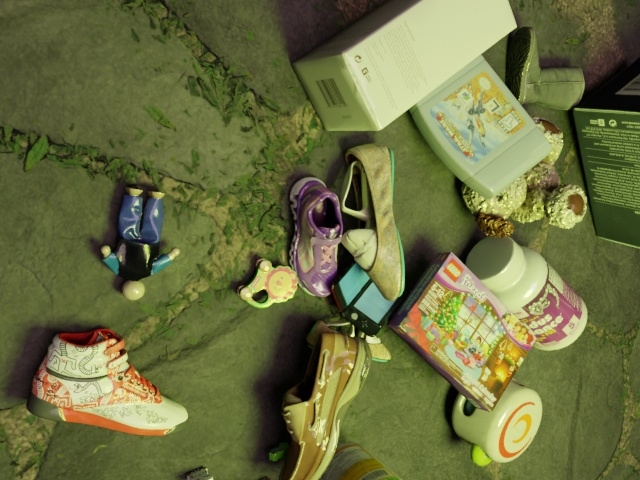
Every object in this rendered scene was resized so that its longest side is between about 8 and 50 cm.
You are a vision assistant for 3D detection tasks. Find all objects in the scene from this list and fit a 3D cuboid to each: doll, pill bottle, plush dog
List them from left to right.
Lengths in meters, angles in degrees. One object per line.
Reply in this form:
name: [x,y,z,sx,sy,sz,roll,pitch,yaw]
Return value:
doll: [-0.301,0.009,0.990,0.129,0.046,0.188,8,95,-29]
pill bottle: [0.071,0.486,1.165,0.137,0.246,0.136,-5,102,-28]
plush dog: [0.422,-0.121,1.317,0.226,0.210,0.262,-9,75,-13]
pill bottle: [0.472,0.118,1.366,0.302,0.169,0.169,38,80,-28]

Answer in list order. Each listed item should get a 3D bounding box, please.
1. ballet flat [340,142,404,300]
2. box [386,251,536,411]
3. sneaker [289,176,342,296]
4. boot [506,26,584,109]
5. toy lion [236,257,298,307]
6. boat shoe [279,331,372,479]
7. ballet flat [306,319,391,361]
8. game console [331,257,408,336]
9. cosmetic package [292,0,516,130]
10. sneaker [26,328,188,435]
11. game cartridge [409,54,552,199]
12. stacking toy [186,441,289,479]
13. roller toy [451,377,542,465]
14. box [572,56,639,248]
ballet flat: [0.090,-0.037,1.142,0.106,0.107,0.315,1,75,-21]
box: [0.305,0.194,1.252,0.293,0.057,0.200,43,71,-14]
sneaker: [0.000,0.000,1.122,0.095,0.105,0.236,-11,105,-28]
boot: [0.528,-0.393,1.361,0.209,0.076,0.189,-7,117,-21]
toy lion: [-0.095,0.087,1.119,0.096,0.034,0.100,39,80,-22]
boat shoe: [-0.017,0.320,1.133,0.120,0.122,0.323,23,92,-15]
ballet flat: [0.070,0.203,1.214,0.206,0.073,0.067,15,94,-31]
game console: [0.103,0.098,1.186,0.124,0.085,0.144,36,60,12]
cosmetic package: [0.156,-0.363,1.092,0.366,0.197,0.155,-37,114,-17]
sneaker: [-0.330,0.235,0.988,0.270,0.090,0.144,18,92,-28]
game cartridge: [0.311,-0.242,1.204,0.198,0.062,0.297,-37,88,-16]
stacking toy: [-0.151,0.507,1.162,0.221,0.052,0.166,-12,104,-30]
roller toy: [0.415,0.409,1.400,0.210,0.146,0.190,-15,115,-32]
box: [0.835,-0.217,1.462,0.294,0.212,0.395,-36,120,-19]
